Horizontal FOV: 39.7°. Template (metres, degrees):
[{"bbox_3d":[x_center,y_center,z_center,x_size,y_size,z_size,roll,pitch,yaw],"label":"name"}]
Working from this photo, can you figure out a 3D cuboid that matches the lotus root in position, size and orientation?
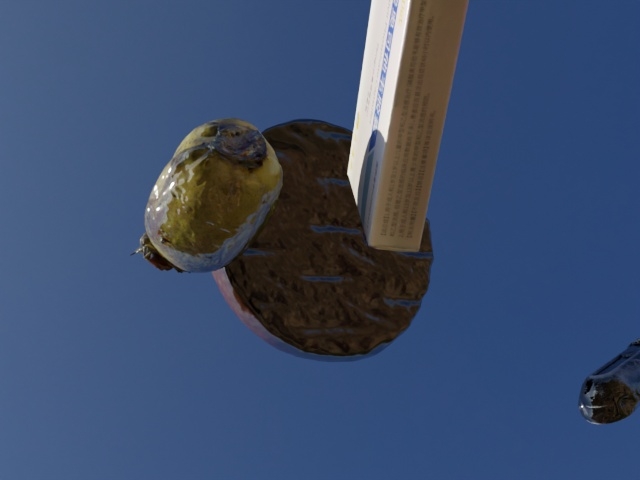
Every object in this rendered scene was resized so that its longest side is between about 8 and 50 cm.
[{"bbox_3d":[-0.143,-0.036,1.098,0.154,0.154,0.278,27,-46,-17],"label":"lotus root"}]

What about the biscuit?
[{"bbox_3d":[0.000,0.000,1.446,0.407,0.091,0.408,11,-113,-26],"label":"biscuit"}]

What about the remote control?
[{"bbox_3d":[0.457,0.184,1.297,0.265,0.090,0.066,-25,-72,-45],"label":"remote control"}]

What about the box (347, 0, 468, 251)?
[{"bbox_3d":[0.094,-0.183,1.019,0.065,0.200,0.344,3,-61,-9],"label":"box"}]
